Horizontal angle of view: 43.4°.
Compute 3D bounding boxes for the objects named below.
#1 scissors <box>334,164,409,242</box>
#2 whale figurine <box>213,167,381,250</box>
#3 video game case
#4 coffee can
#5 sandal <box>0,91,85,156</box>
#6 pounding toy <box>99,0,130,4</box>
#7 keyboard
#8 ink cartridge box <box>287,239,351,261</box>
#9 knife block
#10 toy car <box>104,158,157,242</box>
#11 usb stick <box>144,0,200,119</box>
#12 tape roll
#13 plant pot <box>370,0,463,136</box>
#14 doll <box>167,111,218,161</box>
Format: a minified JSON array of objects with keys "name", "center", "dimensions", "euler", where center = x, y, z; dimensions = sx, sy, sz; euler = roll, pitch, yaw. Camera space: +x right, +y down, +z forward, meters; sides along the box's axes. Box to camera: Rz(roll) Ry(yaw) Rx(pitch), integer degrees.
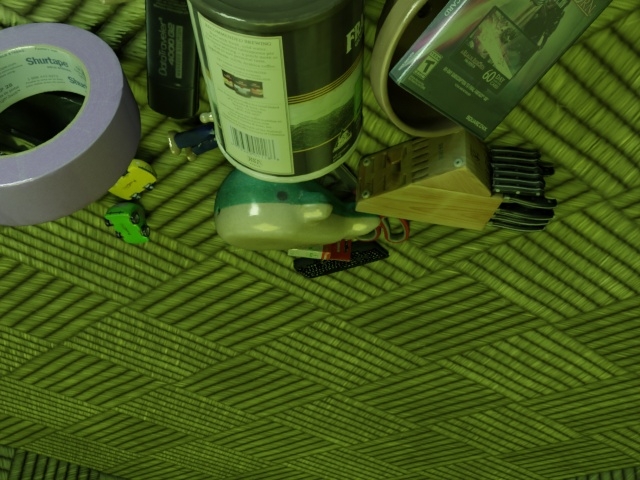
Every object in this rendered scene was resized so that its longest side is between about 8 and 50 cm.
[{"name":"scissors","center":[0.081,-0.077,1.362],"dimensions":[0.108,0.021,0.297],"euler":[-2,147,15]},{"name":"whale figurine","center":[-0.039,-0.059,1.313],"dimensions":[0.271,0.141,0.216],"euler":[2,170,-25]},{"name":"video game case","center":[0.223,-0.248,0.889],"dimensions":[0.274,0.026,0.196],"euler":[-48,142,19]},{"name":"coffee can","center":[-0.046,-0.228,0.957],"dimensions":[0.201,0.202,0.275],"euler":[3,149,3]},{"name":"sandal","center":[-0.519,-0.148,1.243],"dimensions":[0.445,0.107,0.168],"euler":[0,148,8]},{"name":"pounding toy","center":[-0.219,-0.381,0.824],"dimensions":[0.094,0.181,0.206],"euler":[-18,137,-27]},{"name":"keyboard","center":[0.029,0.043,1.543],"dimensions":[0.192,0.038,0.100],"euler":[-19,141,32]},{"name":"ink cartridge box","center":[0.000,0.000,1.452],"dimensions":[0.115,0.063,0.029],"euler":[6,151,-3]},{"name":"knife block","center":[0.225,-0.071,1.280],"dimensions":[0.275,0.088,0.242],"euler":[-18,141,31]},{"name":"toy car","center":[-0.361,-0.071,1.399],"dimensions":[0.238,0.053,0.225],"euler":[-3,148,14]},{"name":"usb stick","center":[-0.196,-0.262,1.073],"dimensions":[0.077,0.045,0.278],"euler":[14,148,-2]},{"name":"tape roll","center":[-0.379,-0.156,1.050],"dimensions":[0.274,0.275,0.090],"euler":[0,149,7]},{"name":"plant pot","center":[0.147,-0.248,0.943],"dimensions":[0.237,0.110,0.237],"euler":[-22,143,-17]},{"name":"doll","center":[-0.140,-0.170,1.206],"dimensions":[0.188,0.046,0.129],"euler":[-17,162,27]}]
